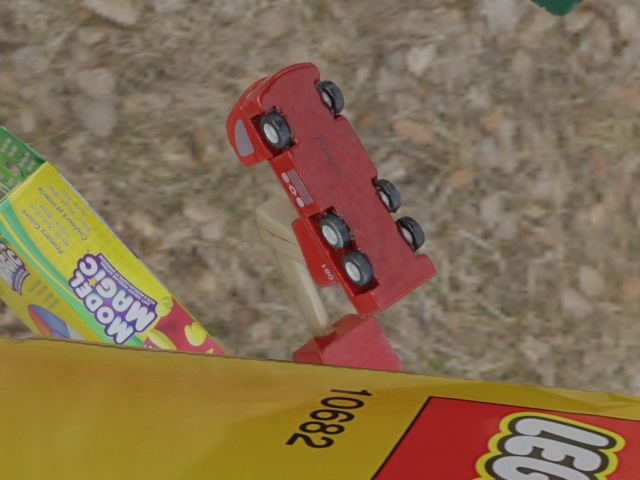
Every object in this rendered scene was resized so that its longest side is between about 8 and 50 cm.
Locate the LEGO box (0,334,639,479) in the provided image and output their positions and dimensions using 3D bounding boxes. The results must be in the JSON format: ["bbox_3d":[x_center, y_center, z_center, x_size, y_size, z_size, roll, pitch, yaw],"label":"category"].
[{"bbox_3d":[-0.072,0.181,0.258,0.500,0.372,0.193,-40,132,-67],"label":"LEGO box"}]

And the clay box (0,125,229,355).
[{"bbox_3d":[-0.125,0.041,1.039,0.222,0.127,0.053,46,71,-4],"label":"clay box"}]

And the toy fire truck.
[{"bbox_3d":[0.000,0.000,1.050,0.047,0.135,0.192,-34,96,-27],"label":"toy fire truck"}]

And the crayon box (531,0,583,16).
[{"bbox_3d":[-0.004,-0.246,0.732,0.323,0.083,0.203,27,38,-34],"label":"crayon box"}]
